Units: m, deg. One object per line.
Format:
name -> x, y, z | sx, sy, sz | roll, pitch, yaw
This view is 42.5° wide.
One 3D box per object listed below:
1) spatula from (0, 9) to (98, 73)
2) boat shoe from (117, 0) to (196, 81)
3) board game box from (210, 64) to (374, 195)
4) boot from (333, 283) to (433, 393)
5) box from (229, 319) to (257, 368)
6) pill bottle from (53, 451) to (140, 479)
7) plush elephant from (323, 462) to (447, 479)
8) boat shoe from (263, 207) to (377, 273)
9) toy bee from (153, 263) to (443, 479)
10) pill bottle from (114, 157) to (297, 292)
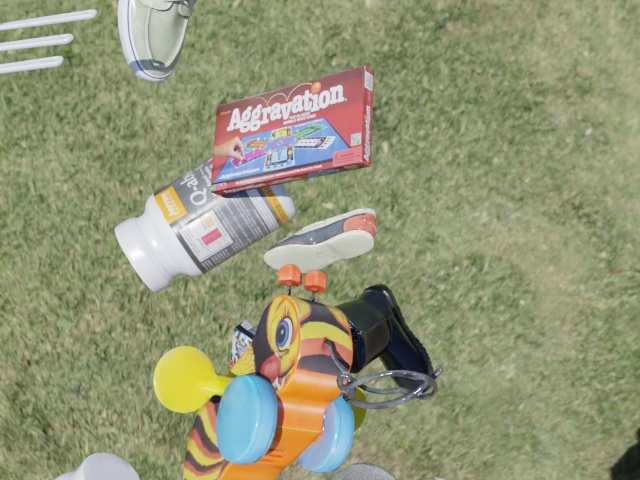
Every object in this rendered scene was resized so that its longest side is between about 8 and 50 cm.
spatula -> -0.407, -0.246, 1.031 | 0.242, 0.019, 0.168 | -5, 40, 15
boat shoe -> -0.236, -0.393, 1.252 | 0.109, 0.094, 0.302 | 1, 100, -40
board game box -> -0.047, -0.157, 1.210 | 0.027, 0.281, 0.145 | 22, 66, -50
boot -> 0.105, 0.216, 1.579 | 0.207, 0.094, 0.246 | -26, 91, -55
box -> -0.076, 0.192, 1.237 | 0.137, 0.093, 0.027 | 31, 44, 24
pill bottle -> -0.343, 0.397, 1.133 | 0.124, 0.221, 0.124 | 33, 21, -15
plush elephant -> 0.043, 0.438, 1.108 | 0.330, 0.255, 0.271 | 4, 71, 34
boat shoe -> 0.000, 0.000, 0.887 | 0.049, 0.137, 0.043 | 45, 40, -38
toy bee -> -0.019, 0.113, 0.694 | 0.195, 0.298, 0.162 | 36, 37, -44
pill bottle -> -0.193, -0.039, 1.391 | 0.279, 0.162, 0.162 | -32, 73, -4
